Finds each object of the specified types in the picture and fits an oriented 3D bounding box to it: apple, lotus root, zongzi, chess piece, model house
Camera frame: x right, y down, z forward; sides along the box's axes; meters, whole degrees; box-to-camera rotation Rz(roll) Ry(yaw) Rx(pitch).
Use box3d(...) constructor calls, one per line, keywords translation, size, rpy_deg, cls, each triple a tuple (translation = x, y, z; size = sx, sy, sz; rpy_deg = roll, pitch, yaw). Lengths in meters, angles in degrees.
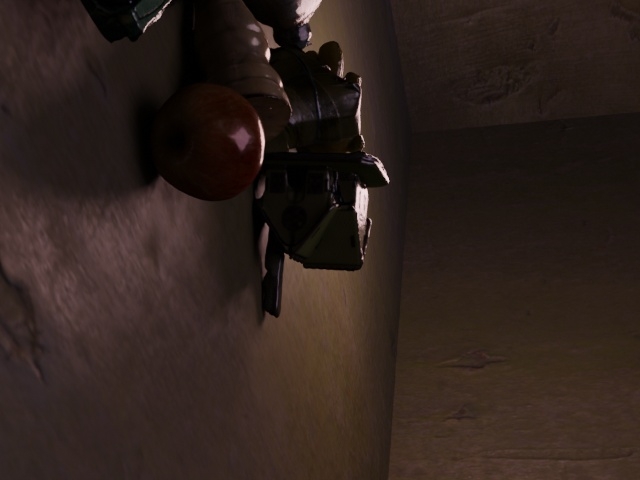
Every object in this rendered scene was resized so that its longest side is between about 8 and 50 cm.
box3d(translation=(-0.141, -0.122, 1.065), size=(0.131, 0.146, 0.146), rpy_deg=(6, 80, -50), cls="apple")
box3d(translation=(-0.078, -0.453, 1.380), size=(0.350, 0.174, 0.175), rpy_deg=(73, 18, -60), cls="lotus root")
box3d(translation=(-0.106, -0.222, 1.375), size=(0.251, 0.274, 0.125), rpy_deg=(42, -37, 47), cls="zongzi")
box3d(translation=(-0.131, -0.289, 1.225), size=(0.137, 0.137, 0.301), rpy_deg=(53, 21, -67), cls="chess piece")
box3d(translation=(0.000, 0.000, 1.506), size=(0.205, 0.218, 0.279), rpy_deg=(33, 59, -74), cls="model house")

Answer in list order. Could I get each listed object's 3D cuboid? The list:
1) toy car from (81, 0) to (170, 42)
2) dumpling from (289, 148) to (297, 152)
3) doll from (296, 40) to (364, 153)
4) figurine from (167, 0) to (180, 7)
box3d(translation=(-0.236, -0.345, 0.785), size=(0.141, 0.097, 0.321), rpy_deg=(-73, 144, -53), cls="toy car")
box3d(translation=(-0.049, -0.247, 1.600), size=(0.252, 0.131, 0.179), rpy_deg=(-46, 114, -44), cls="dumpling")
box3d(translation=(0.016, -0.243, 1.512), size=(0.097, 0.137, 0.210), rpy_deg=(28, 58, -63), cls="doll")
box3d(translation=(-0.208, -0.370, 0.931), size=(0.138, 0.110, 0.246), rpy_deg=(-80, 154, -55), cls="figurine")
